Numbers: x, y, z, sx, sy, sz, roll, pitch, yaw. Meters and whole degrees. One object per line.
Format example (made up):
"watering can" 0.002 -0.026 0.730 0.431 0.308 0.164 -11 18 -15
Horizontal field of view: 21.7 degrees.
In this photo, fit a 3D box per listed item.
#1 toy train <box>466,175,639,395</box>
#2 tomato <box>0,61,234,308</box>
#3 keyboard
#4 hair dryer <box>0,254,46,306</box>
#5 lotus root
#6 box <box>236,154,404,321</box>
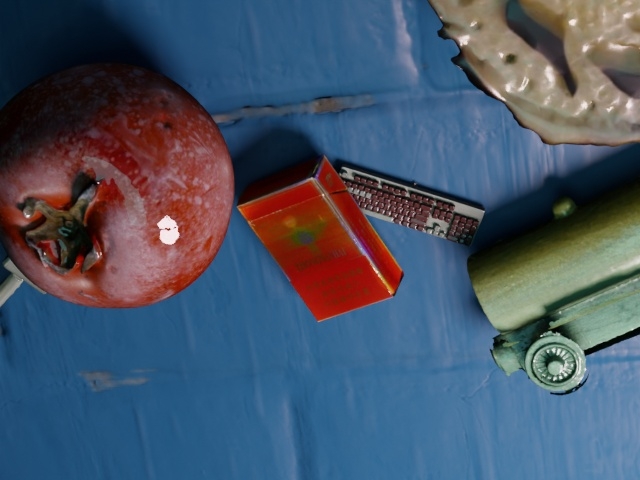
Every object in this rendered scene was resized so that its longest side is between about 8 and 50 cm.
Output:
"toy train" 0.305 0.043 1.798 0.307 0.126 0.189 -25 112 21
"tomato" -0.216 -0.063 1.761 0.270 0.227 0.270 16 129 21
"keyboard" 0.096 -0.039 1.846 0.166 0.017 0.055 17 121 -1
"hair dryer" -0.362 0.057 1.964 0.063 0.038 0.124 38 123 -13
"lotus root" 0.275 -0.275 1.638 0.375 0.111 0.390 8 123 6
"box" 0.000 -0.001 1.854 0.112 0.048 0.175 -19 117 33
